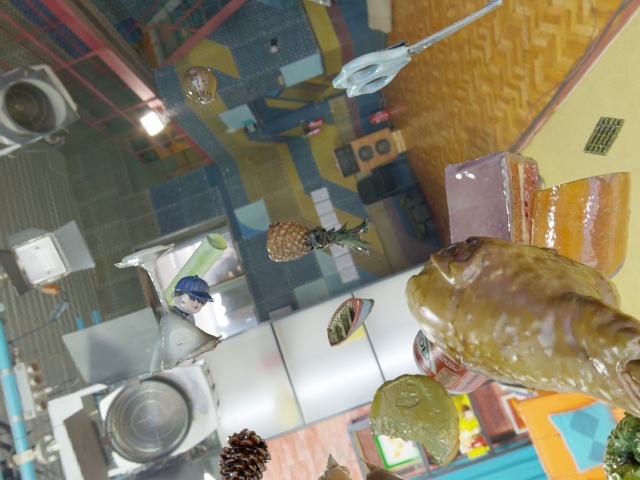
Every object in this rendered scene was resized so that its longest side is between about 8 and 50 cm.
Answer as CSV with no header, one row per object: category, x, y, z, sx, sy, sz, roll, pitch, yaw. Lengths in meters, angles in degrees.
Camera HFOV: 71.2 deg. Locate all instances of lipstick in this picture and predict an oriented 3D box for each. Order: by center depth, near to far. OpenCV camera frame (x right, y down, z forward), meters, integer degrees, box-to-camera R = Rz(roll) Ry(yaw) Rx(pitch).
lipstick,-0.399,0.093,1.415,0.076,0.304,0.076,33,-151,-21

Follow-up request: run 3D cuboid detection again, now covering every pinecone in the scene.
pinecone,-0.139,0.413,0.831,0.109,0.102,0.102,-119,7,-68

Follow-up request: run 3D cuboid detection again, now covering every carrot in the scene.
carrot,0.577,-0.005,1.014,0.214,0.193,0.331,-118,15,-72

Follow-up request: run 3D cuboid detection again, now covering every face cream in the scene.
face cream,0.353,0.253,1.116,0.187,0.201,0.201,109,152,-44

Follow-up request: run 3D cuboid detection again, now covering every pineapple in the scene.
pineapple,0.000,0.000,1.198,0.130,0.278,0.119,86,-179,-47

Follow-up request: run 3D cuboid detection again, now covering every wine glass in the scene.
wine glass,-0.245,0.102,0.700,0.122,0.122,0.182,10,-123,-87

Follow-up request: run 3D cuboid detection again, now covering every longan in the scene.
longan,-0.343,-0.448,1.294,0.113,0.092,0.113,35,-137,-41

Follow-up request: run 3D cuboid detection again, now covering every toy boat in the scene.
toy boat,0.757,-0.279,1.195,0.063,0.115,0.016,23,167,41
toy boat,0.111,0.313,1.755,0.392,0.080,0.136,120,142,-52

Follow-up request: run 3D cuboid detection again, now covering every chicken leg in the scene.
chicken leg,0.323,0.101,0.565,0.409,0.295,0.181,22,113,56

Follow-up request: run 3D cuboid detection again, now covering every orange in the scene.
orange,0.825,0.557,1.086,0.300,0.223,0.301,-83,16,-60

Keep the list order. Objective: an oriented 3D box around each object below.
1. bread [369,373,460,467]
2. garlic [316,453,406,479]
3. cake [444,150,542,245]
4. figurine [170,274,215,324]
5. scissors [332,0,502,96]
bread,0.165,0.291,0.760,0.125,0.156,0.086,-58,-28,-32
garlic,0.092,0.651,1.073,0.249,0.286,0.313,48,172,13
cake,0.553,-0.110,1.428,0.230,0.237,0.308,-2,91,54
figurine,-0.265,0.135,0.878,0.077,0.136,0.079,28,-171,-25
scissors,0.196,-0.398,0.920,0.191,0.360,0.029,-10,-103,-66
